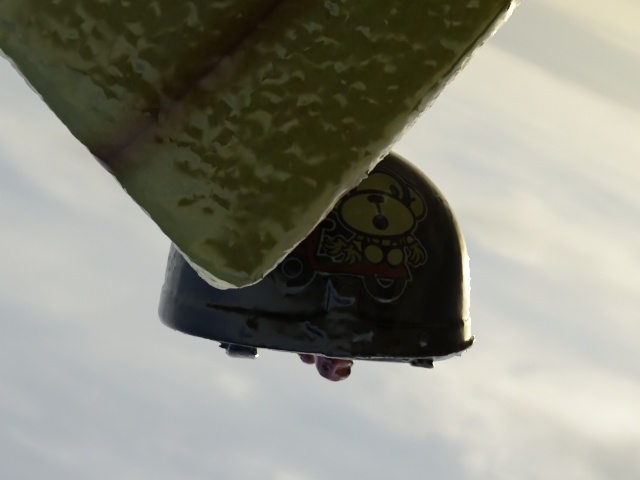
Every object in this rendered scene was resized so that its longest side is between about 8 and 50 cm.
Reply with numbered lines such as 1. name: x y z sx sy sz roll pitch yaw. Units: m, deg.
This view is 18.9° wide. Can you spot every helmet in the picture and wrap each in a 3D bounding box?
1. helmet: 0.000 0.000 1.409 0.230 0.160 0.279 4 -171 -10

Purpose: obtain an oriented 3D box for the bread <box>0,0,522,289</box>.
1. bread: -0.009 -0.175 1.111 0.233 0.362 0.245 48 179 -10

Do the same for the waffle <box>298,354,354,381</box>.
1. waffle: 0.008 -0.001 1.671 0.055 0.234 0.221 3 -142 -26
